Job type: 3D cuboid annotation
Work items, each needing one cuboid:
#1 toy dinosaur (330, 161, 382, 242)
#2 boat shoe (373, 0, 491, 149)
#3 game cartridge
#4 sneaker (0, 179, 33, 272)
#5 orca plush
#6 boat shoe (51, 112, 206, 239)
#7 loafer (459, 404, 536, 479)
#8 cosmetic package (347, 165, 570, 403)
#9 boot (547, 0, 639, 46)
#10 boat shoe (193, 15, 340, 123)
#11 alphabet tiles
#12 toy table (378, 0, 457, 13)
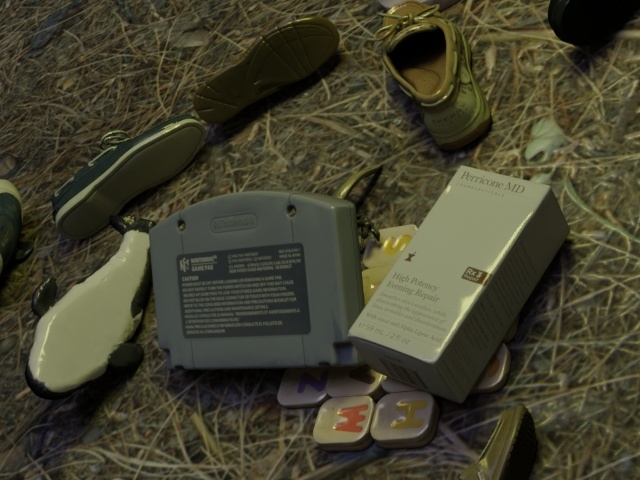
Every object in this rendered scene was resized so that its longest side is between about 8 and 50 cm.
[{"bbox_3d":[0.000,0.000,1.498,0.268,0.064,0.118,-48,21,-13],"label":"toy dinosaur"},{"bbox_3d":[0.132,-0.227,1.591,0.104,0.089,0.285,-34,39,9],"label":"boat shoe"},{"bbox_3d":[-0.073,0.044,1.433,0.297,0.062,0.198,-5,85,42],"label":"game cartridge"},{"bbox_3d":[-0.570,0.028,1.902,0.323,0.130,0.236,-29,31,21],"label":"sneaker"},{"bbox_3d":[-0.297,0.092,1.631,0.102,0.151,0.287,-45,29,50],"label":"orca plush"},{"bbox_3d":[-0.271,-0.102,1.798,0.254,0.095,0.079,-39,50,16],"label":"boat shoe"},{"bbox_3d":[0.157,0.216,1.187,0.050,0.056,0.148,5,57,34],"label":"loafer"},{"bbox_3d":[0.143,0.040,1.312,0.117,0.085,0.231,16,64,39],"label":"cosmetic package"},{"bbox_3d":[0.302,-0.344,1.557,0.246,0.094,0.207,-45,43,-16],"label":"boot"},{"bbox_3d":[-0.074,-0.238,1.776,0.223,0.080,0.073,-32,8,10],"label":"boat shoe"},{"bbox_3d":[0.083,0.095,1.386,0.278,0.021,0.284,-8,49,33],"label":"alphabet tiles"},{"bbox_3d":[0.162,-0.441,1.712,0.274,0.161,0.252,-49,40,-11],"label":"toy table"}]
